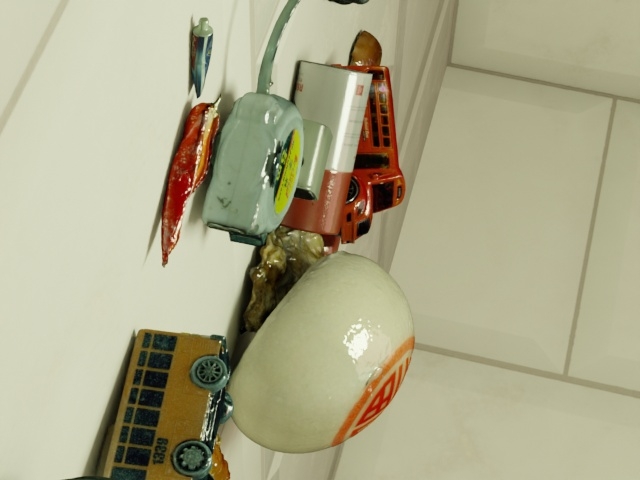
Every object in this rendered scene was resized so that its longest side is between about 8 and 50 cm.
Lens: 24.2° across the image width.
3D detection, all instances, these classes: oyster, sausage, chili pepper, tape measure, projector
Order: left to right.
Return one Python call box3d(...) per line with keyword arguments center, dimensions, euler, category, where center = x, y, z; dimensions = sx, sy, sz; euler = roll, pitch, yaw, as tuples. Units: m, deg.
box3d(center=(-0.125, -0.058, 1.386), dimensions=(0.045, 0.027, 0.178), euler=(63, 39, -71), category="chili pepper")
box3d(center=(-0.049, -0.159, 1.564), dimensions=(0.164, 0.084, 0.330), euler=(66, 37, -81), category="tape measure")
box3d(center=(-0.036, -0.098, 1.764), dimensions=(0.083, 0.083, 0.082), euler=(56, 46, -79), category="projector")
box3d(center=(-0.040, 0.025, 2.016), dimensions=(0.345, 0.079, 0.128), euler=(-54, 146, -66), category="oyster")
box3d(center=(0.000, 0.000, 2.273), dimensions=(0.054, 0.059, 0.094), euler=(120, -12, -48), category="sausage")

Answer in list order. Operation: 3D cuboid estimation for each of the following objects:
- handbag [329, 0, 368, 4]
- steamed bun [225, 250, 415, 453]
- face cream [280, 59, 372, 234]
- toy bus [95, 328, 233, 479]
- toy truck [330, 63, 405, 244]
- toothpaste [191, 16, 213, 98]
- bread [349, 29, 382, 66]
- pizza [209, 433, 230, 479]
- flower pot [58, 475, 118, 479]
box3d(center=(0.074, -0.484, 2.042), dimensions=(0.191, 0.075, 0.332), euler=(-24, 129, -76), category="handbag")
box3d(center=(0.015, 0.158, 1.917), dimensions=(0.283, 0.177, 0.283), euler=(-51, 169, -14), category="steamed bun")
box3d(center=(0.000, -0.121, 1.945), dimensions=(0.096, 0.096, 0.214), euler=(-35, 137, -79), category="face cream")
box3d(center=(-0.141, 0.178, 1.356), dimensions=(0.091, 0.103, 0.182), euler=(89, 10, -59), category="toy bus")
box3d(center=(0.058, -0.124, 2.122), dimensions=(0.107, 0.114, 0.252), euler=(90, -4, -62), category="toy truck")
box3d(center=(-0.109, -0.169, 1.369), dimensions=(0.083, 0.019, 0.027), euler=(100, -10, -45), category="toothpaste")
box3d(center=(0.072, -0.275, 2.436), dimensions=(0.129, 0.044, 0.126), euler=(-71, 172, -59), category="bread")
box3d(center=(-0.147, 0.270, 1.536), dimensions=(0.228, 0.081, 0.289), euler=(94, 13, -45), category="pizza")
box3d(center=(-0.177, 0.282, 1.063), dimensions=(0.189, 0.157, 0.243), euler=(96, 11, -47), category="flower pot")
